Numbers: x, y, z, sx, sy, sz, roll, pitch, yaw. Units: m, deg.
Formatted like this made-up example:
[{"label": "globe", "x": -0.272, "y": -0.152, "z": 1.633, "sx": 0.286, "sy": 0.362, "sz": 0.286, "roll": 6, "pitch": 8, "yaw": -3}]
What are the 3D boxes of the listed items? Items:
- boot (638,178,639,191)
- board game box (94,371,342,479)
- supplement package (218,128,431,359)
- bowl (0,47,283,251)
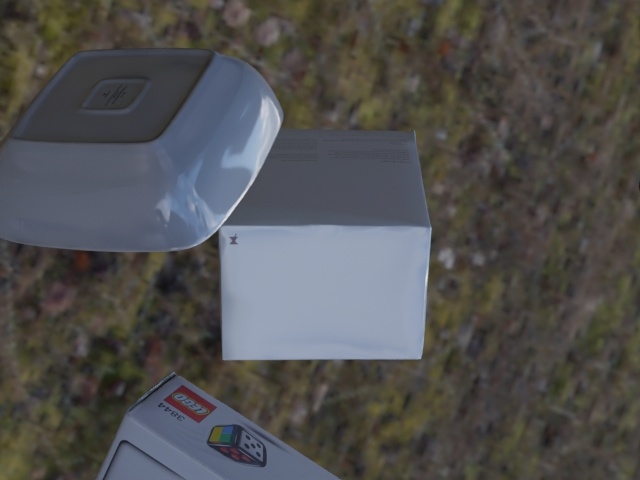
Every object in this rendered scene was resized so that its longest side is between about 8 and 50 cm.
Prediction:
[{"label": "boot", "x": 0.350, "y": -0.164, "z": 0.891, "sx": 0.377, "sy": 0.138, "sz": 0.284, "roll": -36, "pitch": -149, "yaw": 57}, {"label": "board game box", "x": 0.020, "y": 0.215, "z": 0.632, "sx": 0.193, "sy": 0.305, "sz": 0.053, "roll": -64, "pitch": 168, "yaw": 24}, {"label": "supplement package", "x": 0.000, "y": 0.000, "z": 1.486, "sx": 0.203, "sy": 0.194, "sz": 0.149, "roll": -93, "pitch": -176, "yaw": -60}, {"label": "bowl", "x": -0.104, "y": -0.056, "z": 0.826, "sx": 0.142, "sy": 0.142, "sz": 0.053, "roll": -63, "pitch": 148, "yaw": -45}]
